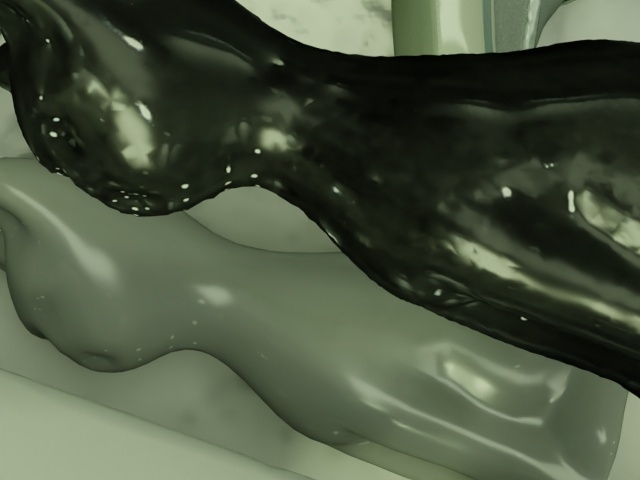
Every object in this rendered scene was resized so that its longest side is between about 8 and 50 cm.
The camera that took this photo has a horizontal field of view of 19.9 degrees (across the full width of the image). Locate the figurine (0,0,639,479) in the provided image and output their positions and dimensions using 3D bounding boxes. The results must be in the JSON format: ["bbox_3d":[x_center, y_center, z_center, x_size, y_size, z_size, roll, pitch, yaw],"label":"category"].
[{"bbox_3d":[0.000,0.000,0.511,0.209,0.215,0.092,17,66,-5],"label":"figurine"}]

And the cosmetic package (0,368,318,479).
[{"bbox_3d":[-0.178,0.120,0.451,0.366,0.155,0.197,19,52,-15],"label":"cosmetic package"}]

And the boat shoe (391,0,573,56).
[{"bbox_3d":[0.067,-0.119,0.590,0.081,0.079,0.227,2,84,-6],"label":"boat shoe"}]
